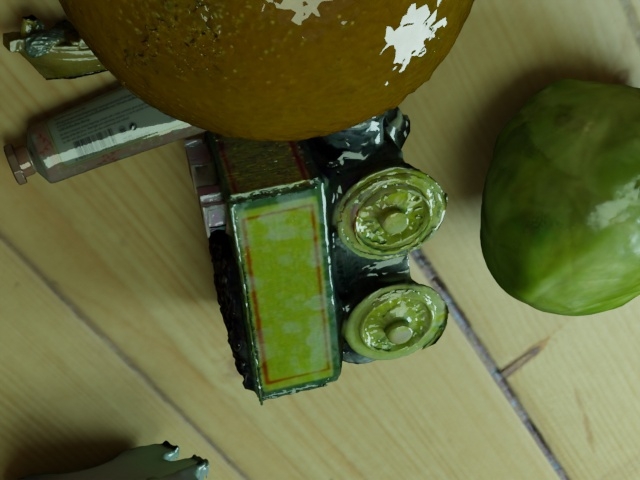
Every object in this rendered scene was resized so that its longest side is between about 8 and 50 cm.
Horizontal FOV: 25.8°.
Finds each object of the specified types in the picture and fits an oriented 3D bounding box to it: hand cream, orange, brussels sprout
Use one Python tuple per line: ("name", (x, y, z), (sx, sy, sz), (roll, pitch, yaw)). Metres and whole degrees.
("hand cream", (-0.122, -0.093, 0.996), (0.209, 0.067, 0.043), (-22, 174, -8))
("orange", (-0.034, -0.193, 0.806), (0.274, 0.274, 0.274), (-14, 132, -16))
("brussels sprout", (0.228, -0.030, 1.145), (0.223, 0.161, 0.223), (-14, 125, -21))

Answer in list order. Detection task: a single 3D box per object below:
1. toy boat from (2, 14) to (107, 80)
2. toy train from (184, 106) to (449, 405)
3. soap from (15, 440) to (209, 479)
("toy boat", (-0.139, -0.145, 0.945), (0.149, 0.047, 0.049), (-18, 119, -17))
("toy train", (0.000, 0.000, 1.080), (0.177, 0.134, 0.261), (-12, 131, -7))
("soap", (-0.187, 0.363, 1.191), (0.156, 0.261, 0.446), (-2, 128, -22))
